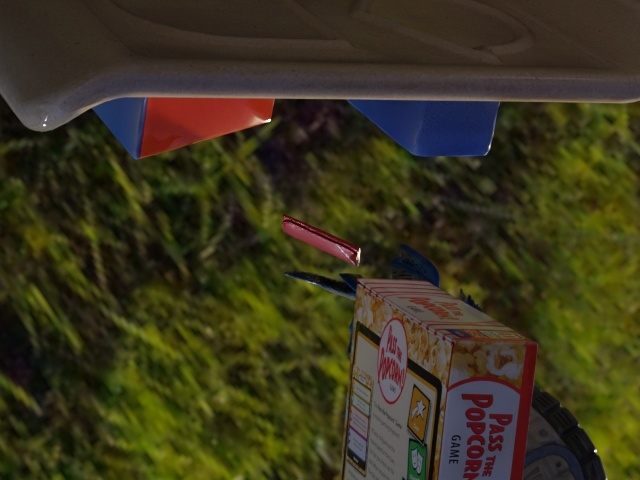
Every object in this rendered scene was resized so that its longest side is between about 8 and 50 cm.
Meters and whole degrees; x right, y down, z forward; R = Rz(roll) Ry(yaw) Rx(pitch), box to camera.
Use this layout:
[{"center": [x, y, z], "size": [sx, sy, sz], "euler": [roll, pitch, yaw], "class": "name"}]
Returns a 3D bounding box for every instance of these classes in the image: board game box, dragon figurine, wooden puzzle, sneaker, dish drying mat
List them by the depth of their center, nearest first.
[{"center": [0.050, 0.127, 0.797], "size": [0.045, 0.147, 0.194], "euler": [2, 100, -17], "class": "board game box"}, {"center": [-0.030, -0.121, 0.877], "size": [0.347, 0.322, 0.081], "euler": [-7, 118, -24], "class": "wooden puzzle"}, {"center": [0.184, 0.242, 1.198], "size": [0.111, 0.297, 0.129], "euler": [-25, 174, -2], "class": "sneaker"}, {"center": [0.000, 0.000, 1.543], "size": [0.008, 0.083, 0.032], "euler": [-59, 164, -26], "class": "dish drying mat"}, {"center": [0.072, 0.062, 1.549], "size": [0.085, 0.289, 0.144], "euler": [-25, 136, -22], "class": "dragon figurine"}]
